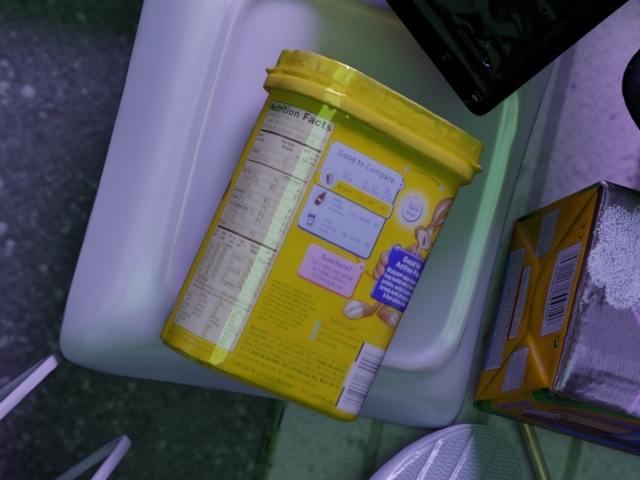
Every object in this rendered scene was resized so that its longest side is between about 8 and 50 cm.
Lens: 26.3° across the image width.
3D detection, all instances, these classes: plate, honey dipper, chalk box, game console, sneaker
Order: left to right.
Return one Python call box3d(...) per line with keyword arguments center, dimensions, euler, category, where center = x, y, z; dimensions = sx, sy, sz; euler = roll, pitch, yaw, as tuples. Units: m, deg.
box3d(center=(0.011, -0.035, 0.808), dimensions=(0.277, 0.045, 0.278), euler=(14, 91, -29), category="plate")
box3d(center=(0.025, 0.215, 0.845), dimensions=(0.094, 0.091, 0.258), euler=(46, 65, -3), category="sneaker")
box3d(center=(0.138, 0.133, 0.887), dimensions=(0.031, 0.030, 0.160), euler=(-18, 91, -8), category="honey dipper")
box3d(center=(0.194, -0.095, 0.758), dimensions=(0.213, 0.044, 0.361), euler=(-38, 95, -9), category="game console")
box3d(center=(0.224, 0.065, 0.834), dimensions=(0.213, 0.132, 0.132), euler=(18, 76, -11), category="chalk box")

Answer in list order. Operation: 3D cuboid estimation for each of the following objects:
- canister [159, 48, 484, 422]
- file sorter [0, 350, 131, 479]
box3d(center=(0.000, 0.000, 0.740), dimensions=(0.126, 0.073, 0.169), euler=(26, 87, -30), category="canister")
box3d(center=(-0.226, 0.128, 0.738), dimensions=(0.193, 0.173, 0.277), euler=(-35, 97, 20), category="file sorter")
